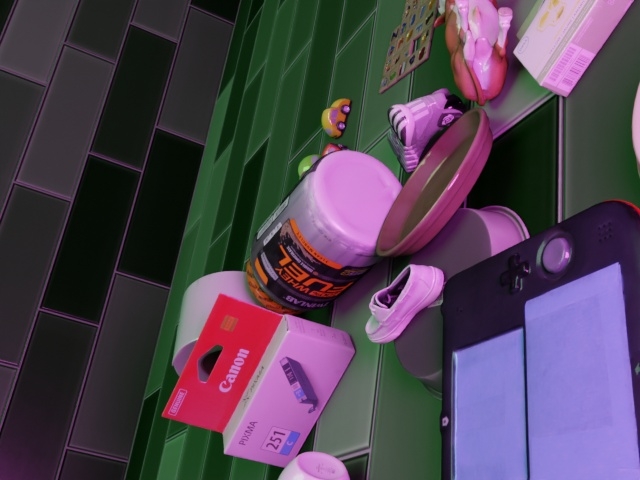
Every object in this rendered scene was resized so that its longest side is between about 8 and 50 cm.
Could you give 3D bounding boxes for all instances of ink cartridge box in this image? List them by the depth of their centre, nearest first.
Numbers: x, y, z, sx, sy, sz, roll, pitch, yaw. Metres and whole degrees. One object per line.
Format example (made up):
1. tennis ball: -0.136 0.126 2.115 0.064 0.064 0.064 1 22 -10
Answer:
1. ink cartridge box: 0.340 -0.331 1.185 0.171 0.056 0.235 -60 24 28
2. ink cartridge box: -0.118 0.266 1.529 0.296 0.261 0.066 -63 20 21

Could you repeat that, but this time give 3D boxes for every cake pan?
1. cake pan: 0.191 0.081 1.193 0.293 0.054 0.293 -52 27 41

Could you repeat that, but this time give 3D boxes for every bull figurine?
1. bull figurine: 0.247 -0.364 1.351 0.188 0.101 0.310 80 -177 -53

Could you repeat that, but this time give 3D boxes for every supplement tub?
1. supplement tub: 0.000 0.000 1.546 0.338 0.207 0.207 -47 31 50

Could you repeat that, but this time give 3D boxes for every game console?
1. game console: 0.238 0.174 0.896 0.342 0.060 0.386 -30 48 51

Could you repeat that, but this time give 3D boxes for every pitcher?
1. pitcher: -0.021 0.440 1.347 0.177 0.126 0.207 -84 7 -74

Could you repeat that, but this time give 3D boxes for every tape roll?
1. tape roll: -0.184 0.204 1.789 0.246 0.246 0.169 -51 27 43

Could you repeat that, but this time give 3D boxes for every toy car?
1. toy car: -0.001 -0.202 1.962 0.225 0.053 0.239 -51 27 43

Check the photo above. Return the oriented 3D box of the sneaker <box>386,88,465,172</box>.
1. sneaker: 0.189 -0.193 1.435 0.086 0.132 0.228 62 179 11

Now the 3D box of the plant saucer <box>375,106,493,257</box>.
1. plant saucer: 0.180 -0.083 1.295 0.277 0.041 0.278 -54 9 12

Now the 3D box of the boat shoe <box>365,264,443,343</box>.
1. boat shoe: 0.107 0.093 1.225 0.184 0.063 0.066 -45 32 50

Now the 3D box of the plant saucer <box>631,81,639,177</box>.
1. plant saucer: 0.413 -0.146 0.776 0.332 0.084 0.332 -52 26 40

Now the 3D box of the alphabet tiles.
1. alphabet tiles: 0.193 -0.446 1.746 0.198 0.009 0.237 -26 48 64
